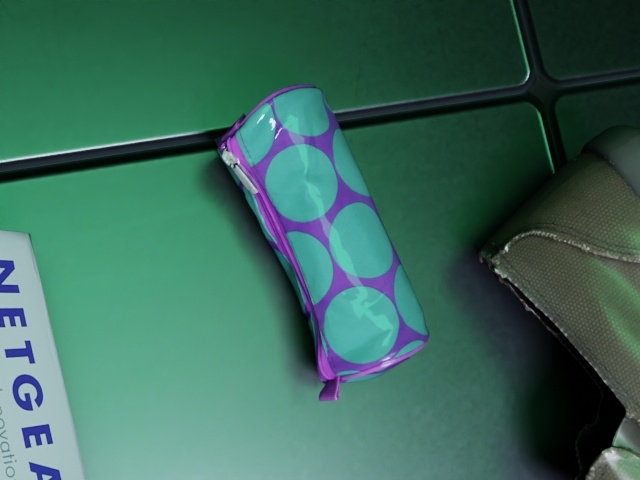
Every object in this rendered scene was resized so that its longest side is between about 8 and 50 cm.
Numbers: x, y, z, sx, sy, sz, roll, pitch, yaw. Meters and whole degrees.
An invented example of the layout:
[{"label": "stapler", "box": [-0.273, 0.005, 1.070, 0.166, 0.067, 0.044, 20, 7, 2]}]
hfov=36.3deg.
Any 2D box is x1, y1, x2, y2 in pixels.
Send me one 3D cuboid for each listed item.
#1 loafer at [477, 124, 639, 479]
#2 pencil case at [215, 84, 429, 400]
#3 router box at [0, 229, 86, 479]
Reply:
[{"label": "loafer", "box": [0.198, 0.124, 0.528, 0.130, 0.134, 0.366, -26, 79, 4]}, {"label": "pencil case", "box": [0.000, 0.000, 0.506, 0.070, 0.064, 0.152, -24, 88, -34]}, {"label": "router box", "box": [-0.192, 0.153, 0.297, 0.301, 0.082, 0.336, 6, 65, -60]}]
